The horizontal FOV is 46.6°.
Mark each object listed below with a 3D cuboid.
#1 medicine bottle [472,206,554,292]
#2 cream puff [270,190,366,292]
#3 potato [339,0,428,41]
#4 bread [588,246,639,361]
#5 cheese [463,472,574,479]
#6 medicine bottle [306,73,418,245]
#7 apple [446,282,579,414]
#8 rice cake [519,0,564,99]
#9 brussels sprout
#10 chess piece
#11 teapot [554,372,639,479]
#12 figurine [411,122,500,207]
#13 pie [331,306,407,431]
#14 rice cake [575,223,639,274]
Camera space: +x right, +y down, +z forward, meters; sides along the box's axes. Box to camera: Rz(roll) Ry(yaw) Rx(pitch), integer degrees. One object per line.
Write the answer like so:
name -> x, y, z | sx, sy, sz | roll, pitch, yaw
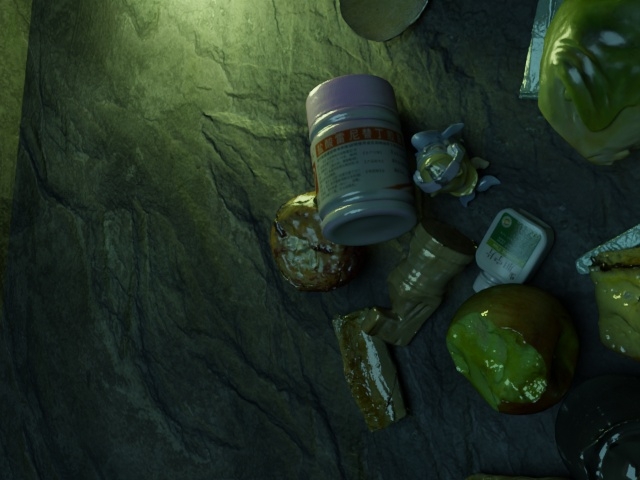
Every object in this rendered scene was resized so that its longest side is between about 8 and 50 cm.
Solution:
medicine bottle -> 0.375, 0.032, 1.480 | 0.119, 0.069, 0.183 | 38, 116, 27
cream puff -> -0.001, 0.000, 1.706 | 0.240, 0.164, 0.240 | 16, 116, 36
potato -> 0.132, -0.538, 1.598 | 0.202, 0.182, 0.117 | -52, 20, 20
bread -> 0.593, 0.114, 1.259 | 0.262, 0.162, 0.204 | 16, 117, 64
cheese -> 0.405, 0.575, 1.434 | 0.251, 0.173, 0.248 | -20, 80, 31
medicine bottle -> 0.082, -0.167, 1.563 | 0.202, 0.202, 0.316 | -24, 65, 36
apple -> 0.353, 0.202, 1.394 | 0.226, 0.246, 0.246 | 4, 95, 42
rice cake -> 0.441, -0.380, 1.419 | 0.085, 0.040, 0.226 | 15, 103, 36
brussels sprout -> 0.514, -0.291, 1.228 | 0.344, 0.268, 0.344 | 7, 103, 32
chess piece -> 0.203, 0.105, 1.586 | 0.137, 0.137, 0.301 | 41, 119, 28
teapot -> 0.541, 0.385, 1.224 | 0.223, 0.285, 0.305 | -43, 84, 11
figurine -> 0.261, -0.148, 1.497 | 0.208, 0.184, 0.128 | 38, 125, -19
pie -> 0.110, 0.287, 1.697 | 0.128, 0.068, 0.283 | -28, 76, 34
rice cake -> 0.571, -0.006, 1.342 | 0.245, 0.045, 0.042 | -36, 73, 33
